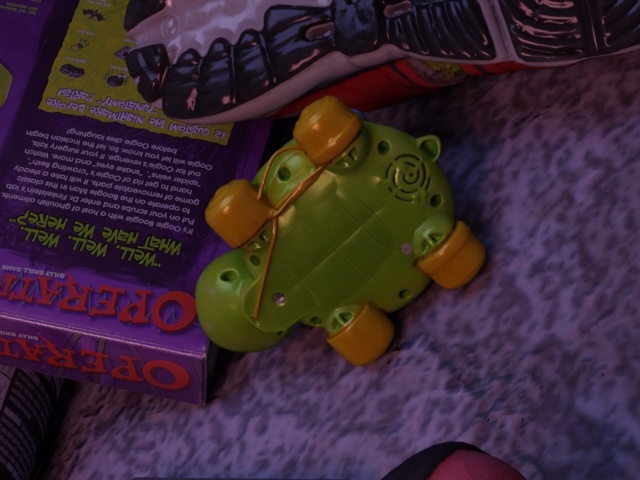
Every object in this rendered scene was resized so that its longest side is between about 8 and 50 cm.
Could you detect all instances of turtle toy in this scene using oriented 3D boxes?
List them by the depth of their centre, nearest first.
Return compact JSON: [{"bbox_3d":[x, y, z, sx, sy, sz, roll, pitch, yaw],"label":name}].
[{"bbox_3d":[0.000,0.000,0.783,0.130,0.095,0.066,-41,12,15],"label":"turtle toy"}]

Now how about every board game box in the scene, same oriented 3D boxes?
[{"bbox_3d":[-0.196,-0.052,0.900,0.056,0.346,0.208,96,-172,-50],"label":"board game box"}]

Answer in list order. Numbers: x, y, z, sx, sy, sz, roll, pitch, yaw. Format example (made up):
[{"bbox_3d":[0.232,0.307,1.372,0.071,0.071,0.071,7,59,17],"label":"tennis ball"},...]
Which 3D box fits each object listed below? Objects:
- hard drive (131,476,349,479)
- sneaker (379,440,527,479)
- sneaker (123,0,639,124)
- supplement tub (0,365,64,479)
[{"bbox_3d":[-0.045,0.137,0.747,0.135,0.022,0.094,-7,51,48],"label":"hard drive"},{"bbox_3d":[0.074,0.187,0.487,0.136,0.116,0.314,-20,48,24],"label":"sneaker"},{"bbox_3d":[0.054,-0.110,0.811,0.279,0.118,0.107,-7,84,26],"label":"sneaker"},{"bbox_3d":[-0.173,0.054,0.917,0.106,0.106,0.198,-21,41,39],"label":"supplement tub"}]
